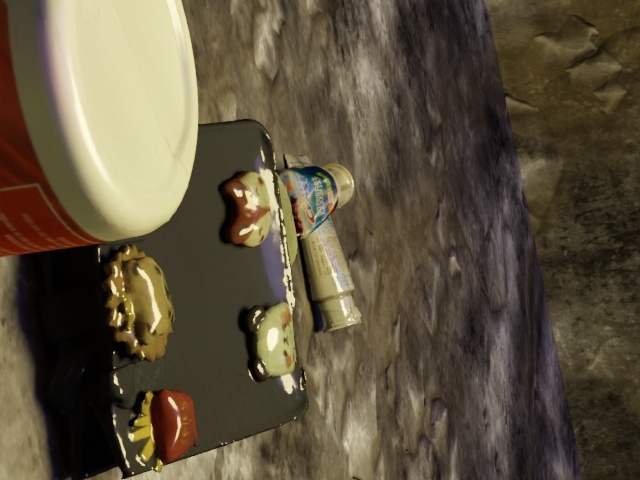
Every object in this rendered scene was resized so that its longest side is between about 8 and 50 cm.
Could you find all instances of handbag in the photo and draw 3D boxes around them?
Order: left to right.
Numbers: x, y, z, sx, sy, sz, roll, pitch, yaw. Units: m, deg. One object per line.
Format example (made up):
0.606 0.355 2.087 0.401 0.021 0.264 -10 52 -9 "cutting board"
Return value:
-0.140 0.045 1.654 0.329 0.122 0.303 -13 95 -63 "handbag"

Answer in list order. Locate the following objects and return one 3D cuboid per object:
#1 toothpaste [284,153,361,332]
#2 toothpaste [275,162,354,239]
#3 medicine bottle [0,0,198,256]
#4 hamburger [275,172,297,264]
0.000 0.000 2.320 0.089 0.057 0.234 -1 76 -71 "toothpaste"
-0.040 -0.043 2.180 0.266 0.061 0.096 -26 106 -60 "toothpaste"
-0.236 -0.112 1.261 0.252 0.240 0.253 -9 90 -74 "medicine bottle"
-0.076 -0.013 2.028 0.140 0.062 0.133 -55 132 -57 "hamburger"
